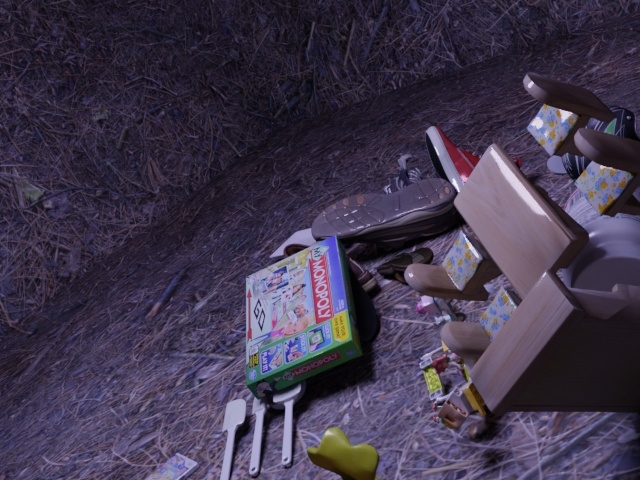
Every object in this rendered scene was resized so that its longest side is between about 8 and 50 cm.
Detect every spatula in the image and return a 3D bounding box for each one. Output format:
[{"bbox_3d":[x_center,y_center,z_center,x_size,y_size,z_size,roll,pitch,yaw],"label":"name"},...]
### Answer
[{"bbox_3d":[-0.106,0.324,1.506,0.168,0.019,0.242,-24,24,12],"label":"spatula"}]

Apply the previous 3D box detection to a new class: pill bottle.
[{"bbox_3d":[0.458,0.022,1.352,0.160,0.160,0.283,-20,19,23],"label":"pill bottle"}]

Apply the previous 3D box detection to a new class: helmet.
[{"bbox_3d":[0.573,-0.187,1.760,0.169,0.161,0.169,-31,10,6],"label":"helmet"}]

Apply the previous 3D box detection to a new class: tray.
[{"bbox_3d":[0.000,0.000,2.326,0.270,0.030,0.145,-12,23,40],"label":"tray"}]

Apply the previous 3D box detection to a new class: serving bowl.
[{"bbox_3d":[-0.060,0.281,1.594,0.083,0.027,0.083,-25,25,12],"label":"serving bowl"}]

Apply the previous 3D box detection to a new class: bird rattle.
[{"bbox_3d":[0.020,0.384,1.108,0.207,0.143,0.253,-33,27,21],"label":"bird rattle"}]

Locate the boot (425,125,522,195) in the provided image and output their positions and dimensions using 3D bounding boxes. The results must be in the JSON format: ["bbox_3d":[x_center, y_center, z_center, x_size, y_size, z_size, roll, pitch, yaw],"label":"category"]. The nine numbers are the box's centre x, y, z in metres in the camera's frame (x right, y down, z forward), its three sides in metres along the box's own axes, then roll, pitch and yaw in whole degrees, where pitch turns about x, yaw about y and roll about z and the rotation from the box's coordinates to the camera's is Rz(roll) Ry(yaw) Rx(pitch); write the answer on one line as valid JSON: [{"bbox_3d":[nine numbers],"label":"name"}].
[{"bbox_3d":[0.364,-0.187,2.019,0.176,0.244,0.088,-28,-17,-4],"label":"boot"}]

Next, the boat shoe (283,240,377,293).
[{"bbox_3d":[0.006,0.062,1.975,0.123,0.123,0.342,-33,19,-16],"label":"boat shoe"}]

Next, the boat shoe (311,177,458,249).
[{"bbox_3d":[0.153,-0.033,2.023,0.355,0.130,0.132,-12,40,20],"label":"boat shoe"}]

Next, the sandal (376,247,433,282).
[{"bbox_3d":[0.183,0.062,1.839,0.090,0.060,0.219,-27,2,-21],"label":"sandal"}]

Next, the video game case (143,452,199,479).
[{"bbox_3d":[-0.282,0.428,1.539,0.122,0.011,0.087,-36,19,-28],"label":"video game case"}]

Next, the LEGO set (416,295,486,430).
[{"bbox_3d":[0.187,0.211,1.299,0.107,0.132,0.287,-33,26,23],"label":"LEGO set"}]

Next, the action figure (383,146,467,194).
[{"bbox_3d":[0.245,-0.135,2.143,0.276,0.141,0.164,-23,-14,5],"label":"action figure"}]

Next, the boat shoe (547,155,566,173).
[{"bbox_3d":[0.586,-0.184,1.965,0.142,0.049,0.040,-12,4,37],"label":"boat shoe"}]

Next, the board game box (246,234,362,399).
[{"bbox_3d":[-0.040,0.138,1.655,0.214,0.046,0.317,-26,33,13],"label":"board game box"}]

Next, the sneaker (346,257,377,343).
[{"bbox_3d":[0.027,0.148,1.778,0.145,0.090,0.270,-60,33,30],"label":"sneaker"}]

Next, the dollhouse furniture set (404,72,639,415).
[{"bbox_3d":[0.270,0.025,1.146,0.362,0.256,0.394,-61,38,31],"label":"dollhouse furniture set"}]
